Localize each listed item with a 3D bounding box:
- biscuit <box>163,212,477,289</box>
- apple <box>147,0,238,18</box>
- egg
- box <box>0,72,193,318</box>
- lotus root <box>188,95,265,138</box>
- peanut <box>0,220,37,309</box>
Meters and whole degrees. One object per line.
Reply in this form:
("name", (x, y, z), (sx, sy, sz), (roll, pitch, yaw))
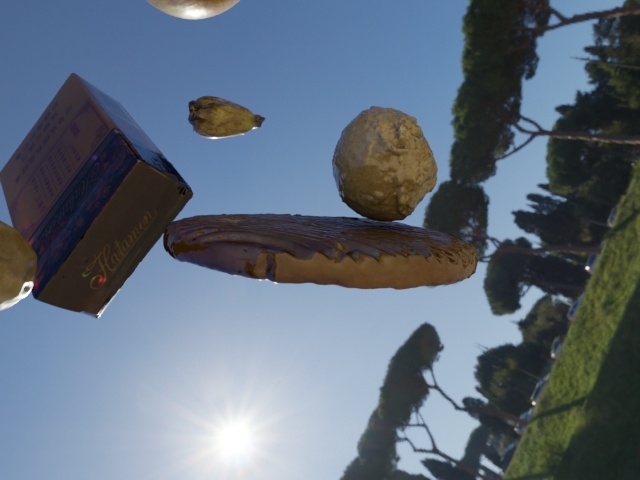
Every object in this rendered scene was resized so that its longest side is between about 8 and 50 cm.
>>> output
("biscuit", (0.000, 0.000, 0.521), (0.317, 0.317, 0.040), (-6, -79, -53))
("apple", (-0.292, -0.663, 1.092), (0.339, 0.339, 0.340), (-31, -47, -41))
("egg", (0.070, -0.081, 0.547), (0.140, 0.116, 0.118), (81, -157, -59))
("box", (-0.406, -0.096, 0.863), (0.264, 0.415, 0.115), (-51, -40, 4))
("lotus root", (-0.238, -0.306, 1.271), (0.094, 0.190, 0.108), (135, 140, -72))
("peanut", (-0.443, 0.011, 0.514), (0.120, 0.136, 0.298), (-55, -24, 7))
